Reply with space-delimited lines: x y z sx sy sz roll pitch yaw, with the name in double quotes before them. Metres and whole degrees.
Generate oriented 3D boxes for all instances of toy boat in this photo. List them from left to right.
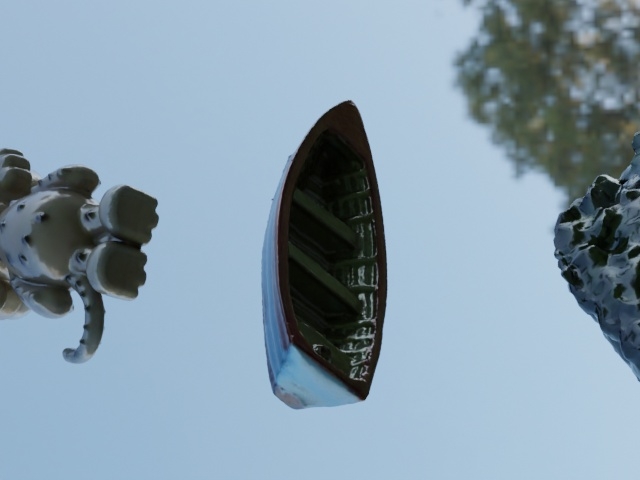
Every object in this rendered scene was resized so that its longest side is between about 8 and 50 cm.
"toy boat" 0.000 0.000 1.364 0.136 0.079 0.392 40 -152 -24

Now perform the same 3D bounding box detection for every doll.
"doll" -0.237 0.006 1.233 0.119 0.278 0.154 21 -96 -43

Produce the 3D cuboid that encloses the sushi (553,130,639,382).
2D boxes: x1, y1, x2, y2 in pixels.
"sushi" 0.339 0.031 0.978 0.178 0.294 0.352 43 -168 -38
